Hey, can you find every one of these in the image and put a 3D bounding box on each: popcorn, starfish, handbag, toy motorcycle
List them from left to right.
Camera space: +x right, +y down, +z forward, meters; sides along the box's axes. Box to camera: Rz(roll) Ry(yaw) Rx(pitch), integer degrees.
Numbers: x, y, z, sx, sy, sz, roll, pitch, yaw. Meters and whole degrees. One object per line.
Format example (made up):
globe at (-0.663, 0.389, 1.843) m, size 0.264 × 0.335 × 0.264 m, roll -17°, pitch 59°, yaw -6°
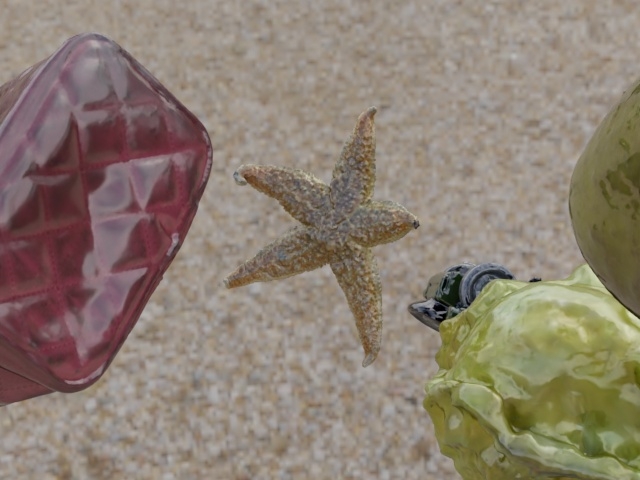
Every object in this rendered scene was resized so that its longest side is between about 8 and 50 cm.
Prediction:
handbag at (-0.175, -0.009, 0.847) m, size 0.135 × 0.146 × 0.225 m, roll -16°, pitch 41°, yaw 49°
starfish at (0.000, -0.001, 1.562) m, size 0.231 × 0.295 × 0.048 m, roll -2°, pitch 8°, yaw 9°
toy motorcycle at (0.252, 0.108, 1.755) m, size 0.275 × 0.127 × 0.205 m, roll 23°, pitch -6°, yaw -7°
popcorn at (0.270, 0.185, 1.472) m, size 0.312 × 0.312 × 0.312 m, roll -2°, pitch 32°, yaw 1°

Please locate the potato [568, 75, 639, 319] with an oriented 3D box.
potato at (0.306, -0.026, 0.739) m, size 0.219 × 0.270 × 0.359 m, roll -52°, pitch 16°, yaw -30°
